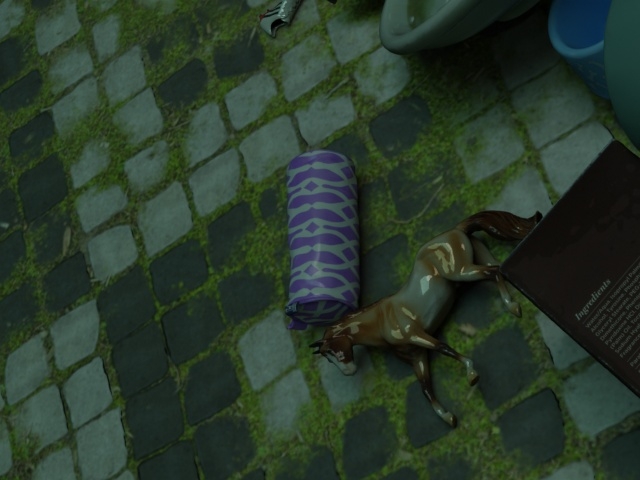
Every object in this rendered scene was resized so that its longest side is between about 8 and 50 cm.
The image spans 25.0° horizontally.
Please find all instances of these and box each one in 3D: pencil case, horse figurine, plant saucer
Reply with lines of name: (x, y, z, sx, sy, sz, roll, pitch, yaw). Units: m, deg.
pencil case: (0.000, 0.000, 1.620, 0.088, 0.086, 0.206, -31, 48, 48)
horse figurine: (0.131, 0.064, 1.509, 0.174, 0.066, 0.263, 39, 94, 34)
plant saucer: (0.218, -0.351, 1.563, 0.400, 0.100, 0.400, -51, 16, 21)

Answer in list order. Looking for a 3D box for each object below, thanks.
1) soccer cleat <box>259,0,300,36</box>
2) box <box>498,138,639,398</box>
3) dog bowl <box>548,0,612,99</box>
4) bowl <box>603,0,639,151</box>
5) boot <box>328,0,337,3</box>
soccer cleat: (-0.042, -0.293, 1.823, 0.083, 0.029, 0.035, -42, 60, 15)
box: (0.312, 0.049, 1.325, 0.167, 0.168, 0.203, -50, 51, 5)
dog bowl: (0.342, -0.278, 1.434, 0.297, 0.074, 0.166, -50, 34, 23)
bowl: (0.368, -0.167, 1.263, 0.163, 0.311, 0.311, 8, 72, 56)
boot: (0.110, -0.409, 1.698, 0.263, 0.091, 0.229, -32, 38, 43)
